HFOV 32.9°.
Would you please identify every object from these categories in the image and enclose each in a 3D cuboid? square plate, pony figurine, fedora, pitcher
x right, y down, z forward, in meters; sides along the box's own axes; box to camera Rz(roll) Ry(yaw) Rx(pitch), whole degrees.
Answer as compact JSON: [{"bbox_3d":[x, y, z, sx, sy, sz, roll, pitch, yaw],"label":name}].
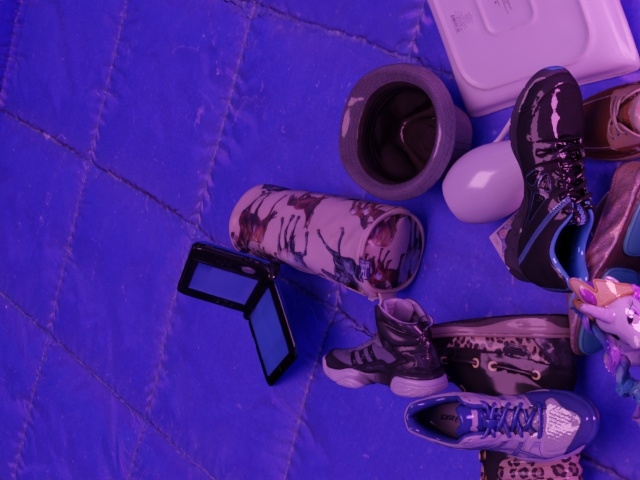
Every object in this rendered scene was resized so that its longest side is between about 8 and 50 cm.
[{"bbox_3d":[0.309,-0.393,1.768,0.344,0.049,0.347,-12,103,45],"label":"square plate"},{"bbox_3d":[0.515,0.146,1.452,0.363,0.351,0.303,47,125,15],"label":"pony figurine"},{"bbox_3d":[0.168,-0.188,1.942,0.275,0.124,0.244,11,95,51],"label":"fedora"},{"bbox_3d":[0.308,-0.132,1.814,0.207,0.125,0.178,-30,45,30],"label":"pitcher"}]

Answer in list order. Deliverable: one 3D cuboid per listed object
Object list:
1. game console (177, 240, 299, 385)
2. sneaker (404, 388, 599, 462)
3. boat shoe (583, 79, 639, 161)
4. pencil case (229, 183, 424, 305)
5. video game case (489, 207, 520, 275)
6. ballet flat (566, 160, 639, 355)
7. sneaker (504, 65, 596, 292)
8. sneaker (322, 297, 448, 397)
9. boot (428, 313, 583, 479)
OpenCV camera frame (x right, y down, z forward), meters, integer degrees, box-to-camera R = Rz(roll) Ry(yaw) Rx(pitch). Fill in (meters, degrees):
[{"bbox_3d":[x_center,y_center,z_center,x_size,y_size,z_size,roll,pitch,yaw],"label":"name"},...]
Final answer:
[{"bbox_3d":[-0.170,0.152,2.166,0.293,0.250,0.173,124,162,-65],"label":"game console"},{"bbox_3d":[0.267,0.282,1.641,0.296,0.131,0.112,-8,79,33],"label":"sneaker"},{"bbox_3d":[0.488,-0.192,1.616,0.324,0.120,0.123,-7,82,45],"label":"boat shoe"},{"bbox_3d":[0.000,0.000,2.080,0.410,0.160,0.184,13,85,45],"label":"pencil case"},{"bbox_3d":[0.346,-0.009,1.829,0.122,0.011,0.087,-47,56,33],"label":"video game case"},{"bbox_3d":[0.445,0.022,1.674,0.106,0.107,0.316,36,106,54],"label":"ballet flat"},{"bbox_3d":[0.363,-0.088,1.621,0.139,0.125,0.341,-149,53,-61],"label":"sneaker"},{"bbox_3d":[0.103,0.170,1.822,0.268,0.101,0.153,4,101,49],"label":"sneaker"},{"bbox_3d":[0.273,0.274,1.805,0.377,0.138,0.284,-12,79,39],"label":"boot"}]
